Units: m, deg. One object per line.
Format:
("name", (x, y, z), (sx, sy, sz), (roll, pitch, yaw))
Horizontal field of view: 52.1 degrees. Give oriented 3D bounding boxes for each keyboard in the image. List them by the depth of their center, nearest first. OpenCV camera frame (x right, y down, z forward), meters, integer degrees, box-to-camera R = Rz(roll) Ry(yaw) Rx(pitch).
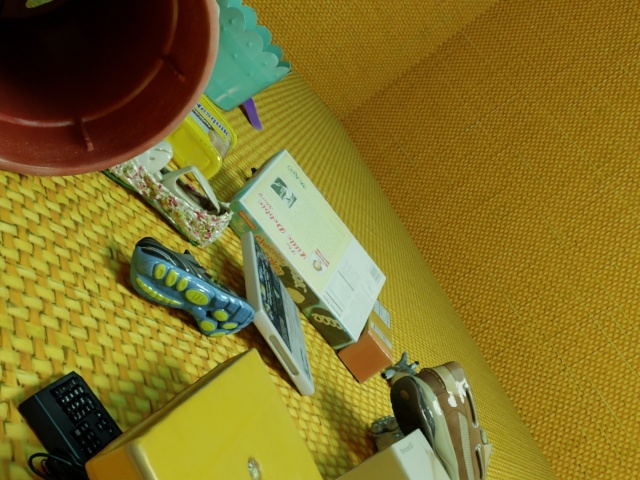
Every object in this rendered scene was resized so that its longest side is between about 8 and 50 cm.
("keyboard", (-0.142, 0.182, 0.483), (0.192, 0.038, 0.100), (54, 13, -1))

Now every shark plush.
("shark plush", (0.182, 0.277, 1.363), (0.073, 0.067, 0.161), (56, 13, 5))

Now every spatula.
("spatula", (-0.237, -0.421, 1.724), (0.296, 0.030, 0.084), (55, 15, 1))

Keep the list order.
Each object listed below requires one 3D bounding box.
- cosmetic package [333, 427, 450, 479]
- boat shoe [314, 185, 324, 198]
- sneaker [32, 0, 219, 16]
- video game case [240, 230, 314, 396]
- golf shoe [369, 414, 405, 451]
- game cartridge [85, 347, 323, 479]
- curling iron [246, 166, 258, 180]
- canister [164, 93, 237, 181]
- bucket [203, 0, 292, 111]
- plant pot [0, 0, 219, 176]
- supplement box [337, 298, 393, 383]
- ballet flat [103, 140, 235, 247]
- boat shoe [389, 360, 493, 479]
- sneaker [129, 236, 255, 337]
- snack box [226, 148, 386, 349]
("cosmetic package", (0.143, 0.401, 0.793), (0.309, 0.113, 0.160), (59, 13, 16))
("boat shoe", (0.000, 0.000, 1.358), (0.088, 0.096, 0.268), (50, 13, -53))
("sneaker", (-0.330, -0.320, 0.877), (0.365, 0.150, 0.135), (22, 41, -14))
("video game case", (-0.064, 0.102, 0.938), (0.190, 0.022, 0.173), (-106, 170, -56))
("golf shoe", (0.130, 0.331, 1.083), (0.176, 0.069, 0.086), (11, 63, -65))
("game cartridge", (-0.037, 0.267, 0.534), (0.324, 0.052, 0.285), (64, 10, 2))
("curling iron", (-0.046, -0.057, 1.299), (0.274, 0.035, 0.068), (39, -1, 13))
("canister", (-0.208, -0.177, 1.101), (0.126, 0.073, 0.170), (50, 15, -19))
("bucket", (-0.218, -0.453, 1.529), (0.281, 0.183, 0.281), (52, 13, -16))
("plant pot", (-0.279, -0.252, 0.650), (0.265, 0.272, 0.272), (54, 10, 34))
("supplement box", (0.088, 0.178, 1.254), (0.080, 0.078, 0.233), (50, 12, -6))
("ballet flat", (-0.205, -0.085, 0.857), (0.241, 0.077, 0.091), (44, 17, -38))
("boat shoe", (0.205, 0.325, 0.981), (0.122, 0.120, 0.324), (28, -41, 57))
("sneaker", (-0.141, 0.053, 0.754), (0.188, 0.067, 0.078), (41, 21, -43))
("snack box", (-0.020, 0.014, 1.163), (0.322, 0.060, 0.187), (52, 38, -15))
